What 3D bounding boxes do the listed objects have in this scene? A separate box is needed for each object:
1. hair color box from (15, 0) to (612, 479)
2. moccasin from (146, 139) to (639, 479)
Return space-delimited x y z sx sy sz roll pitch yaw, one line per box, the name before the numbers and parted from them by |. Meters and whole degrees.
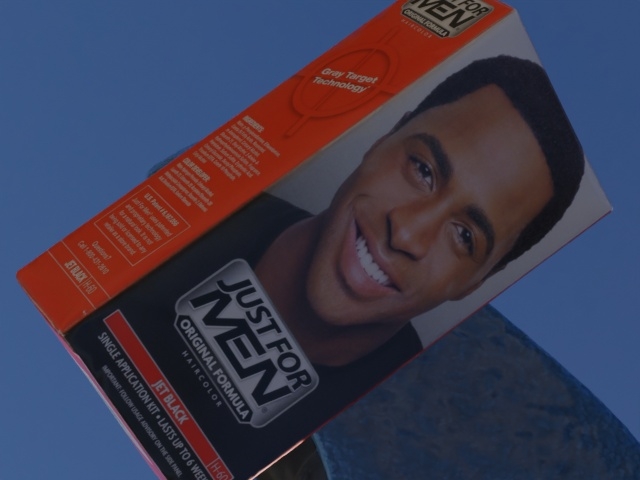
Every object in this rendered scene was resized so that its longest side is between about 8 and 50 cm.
hair color box | 0.000 0.000 0.523 0.141 0.072 0.043 -37 -148 -9
moccasin | 0.045 0.093 0.736 0.117 0.137 0.342 90 -23 -48
